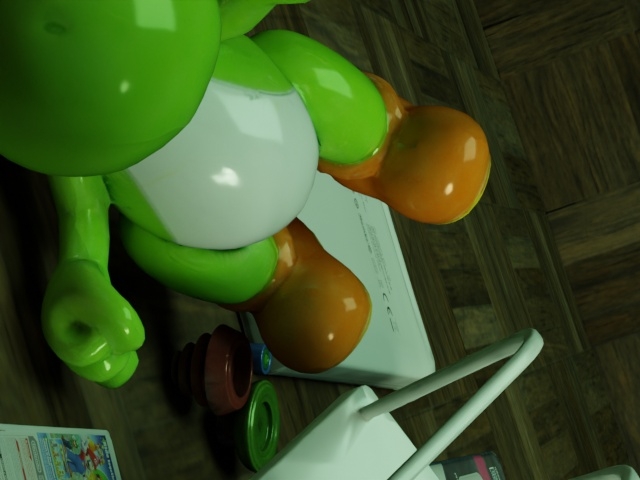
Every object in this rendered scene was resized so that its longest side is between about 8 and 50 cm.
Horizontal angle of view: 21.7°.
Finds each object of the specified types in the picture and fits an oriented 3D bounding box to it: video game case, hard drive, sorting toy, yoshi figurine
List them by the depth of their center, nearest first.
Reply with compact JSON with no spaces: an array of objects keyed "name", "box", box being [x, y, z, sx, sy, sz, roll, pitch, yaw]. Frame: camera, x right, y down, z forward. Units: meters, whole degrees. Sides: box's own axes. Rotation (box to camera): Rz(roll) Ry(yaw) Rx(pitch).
[{"name":"video game case","box":[-0.110,0.122,0.708,0.122,0.011,0.087,22,50,-69]},{"name":"yoshi figurine","box":[-0.061,-0.051,0.738,0.362,0.203,0.204,31,51,-47]},{"name":"sorting toy","box":[-0.054,0.082,0.911,0.102,0.042,0.061,71,26,-45]},{"name":"hard drive","box":[0.000,0.000,1.171,0.307,0.040,0.203,20,52,-70]}]

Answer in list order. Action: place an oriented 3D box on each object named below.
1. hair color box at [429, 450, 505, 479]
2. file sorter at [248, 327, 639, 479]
[{"name":"hair color box","box":[0.042,0.220,0.929,0.347,0.105,0.174,11,60,-71]},{"name":"file sorter","box":[0.074,0.205,0.668,0.193,0.173,0.278,-39,94,-34]}]
